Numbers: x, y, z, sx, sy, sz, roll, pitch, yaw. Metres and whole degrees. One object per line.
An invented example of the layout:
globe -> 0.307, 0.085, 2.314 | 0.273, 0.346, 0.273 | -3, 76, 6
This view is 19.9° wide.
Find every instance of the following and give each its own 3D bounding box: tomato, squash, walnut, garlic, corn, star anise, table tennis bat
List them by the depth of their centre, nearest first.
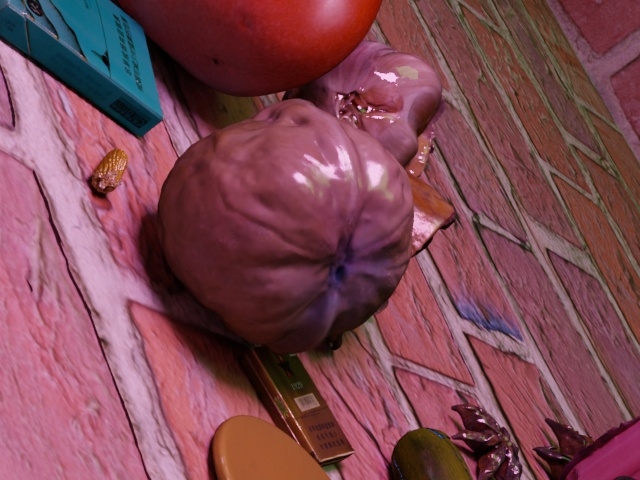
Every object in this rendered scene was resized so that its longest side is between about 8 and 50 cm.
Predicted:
table tennis bat -> -0.023, 0.268, 1.605 | 0.198, 0.050, 0.321 | 45, 18, -21
walnut -> -0.034, -0.018, 1.773 | 0.248, 0.248, 0.248 | 45, 21, -23
corn -> -0.203, -0.068, 1.773 | 0.083, 0.028, 0.027 | -74, 147, -66
squash -> 0.134, 0.316, 1.833 | 0.087, 0.087, 0.331 | 39, 27, -37
tomato -> -0.098, -0.315, 2.050 | 0.341, 0.273, 0.341 | 18, -9, 3
star anise -> 0.202, 0.245, 2.166 | 0.141, 0.042, 0.141 | 45, 20, -22
garlic -> 0.035, -0.118, 2.237 | 0.207, 0.207, 0.257 | 50, 55, -13
star anise -> 0.381, 0.328, 2.348 | 0.272, 0.102, 0.272 | 43, 22, -21

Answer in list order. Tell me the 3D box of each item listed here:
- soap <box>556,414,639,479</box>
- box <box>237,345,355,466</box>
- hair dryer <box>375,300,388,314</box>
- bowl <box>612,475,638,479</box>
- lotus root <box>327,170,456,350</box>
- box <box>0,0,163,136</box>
soap -> 0.387, 0.306, 2.116 | 0.182, 0.289, 0.112 | 45, 19, -25
box -> -0.023, 0.164, 1.812 | 0.133, 0.023, 0.090 | 58, 19, 11
hair dryer -> -0.003, -0.006, 2.118 | 0.183, 0.044, 0.155 | 31, 28, -42
bowl -> 0.336, 0.444, 1.924 | 0.354, 0.185, 0.354 | 45, 21, -23
lotus root -> 0.023, -0.014, 1.962 | 0.180, 0.188, 0.199 | 44, -17, -1
box -> -0.259, -0.223, 1.881 | 0.226, 0.042, 0.161 | 36, 25, -41
